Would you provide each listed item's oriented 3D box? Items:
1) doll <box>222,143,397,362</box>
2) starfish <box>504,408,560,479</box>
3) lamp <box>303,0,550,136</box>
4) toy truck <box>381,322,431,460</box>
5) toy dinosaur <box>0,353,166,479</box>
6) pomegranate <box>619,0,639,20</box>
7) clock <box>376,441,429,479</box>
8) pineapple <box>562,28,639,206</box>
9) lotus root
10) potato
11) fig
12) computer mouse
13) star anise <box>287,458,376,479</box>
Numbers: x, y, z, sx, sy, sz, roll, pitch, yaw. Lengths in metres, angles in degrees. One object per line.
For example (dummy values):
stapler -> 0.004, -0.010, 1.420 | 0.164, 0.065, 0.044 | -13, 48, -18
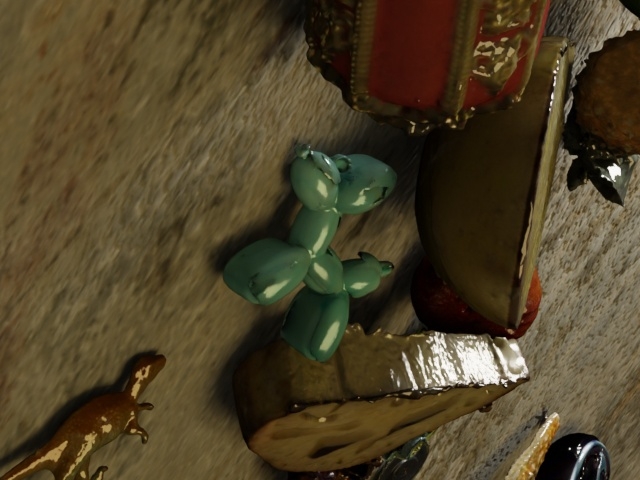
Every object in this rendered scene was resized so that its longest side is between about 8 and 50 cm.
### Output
doll -> 0.000, 0.000, 1.207 | 0.158, 0.059, 0.159 | -47, 131, -14
starfish -> 0.153, 0.441, 1.811 | 0.384, 0.132, 0.398 | -15, 122, -38
lamp -> 0.078, -0.200, 1.001 | 0.177, 0.177, 0.274 | -30, 144, -33
toy truck -> 0.109, 0.140, 1.505 | 0.169, 0.077, 0.100 | -55, 160, 4
toy dinosaur -> -0.188, 0.144, 1.148 | 0.162, 0.039, 0.126 | 5, 109, -50
pomegranate -> 0.324, -0.240, 1.342 | 0.152, 0.131, 0.191 | -48, 157, -13
clock -> 0.088, 0.247, 1.652 | 0.083, 0.010, 0.074 | -8, 129, -51
pineapple -> 0.271, -0.109, 1.393 | 0.119, 0.111, 0.237 | -51, 174, -9
lotus root -> 0.037, 0.142, 1.343 | 0.261, 0.074, 0.170 | 4, 142, -38
potato -> 0.138, -0.060, 1.252 | 0.299, 0.116, 0.239 | -57, 160, -68
fig -> 0.157, 0.025, 1.420 | 0.153, 0.119, 0.119 | -60, 155, -25
computer mouse -> 0.299, 0.357, 1.973 | 0.233, 0.096, 0.137 | -53, 150, 4
star anise -> 0.012, 0.267, 1.465 | 0.212, 0.054, 0.157 | 32, 51, -61
